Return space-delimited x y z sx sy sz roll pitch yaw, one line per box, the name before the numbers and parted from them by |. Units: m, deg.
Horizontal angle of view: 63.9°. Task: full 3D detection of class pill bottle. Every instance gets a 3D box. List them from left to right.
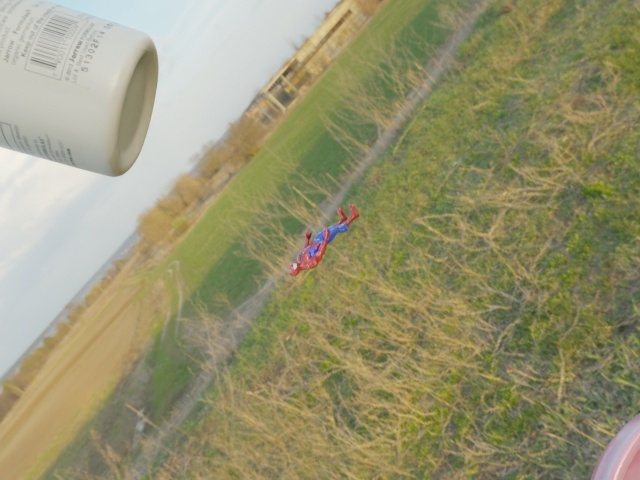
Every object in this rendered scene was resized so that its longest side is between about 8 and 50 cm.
pill bottle | -0.270 -0.146 0.438 0.131 0.229 0.131 -165 90 -81

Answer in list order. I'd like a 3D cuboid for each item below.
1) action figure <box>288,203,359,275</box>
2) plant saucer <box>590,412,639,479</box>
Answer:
action figure | 0.000 0.000 0.582 0.038 0.030 0.115 -5 37 47
plant saucer | 0.463 0.367 0.638 0.332 0.332 0.084 -53 4 -17
